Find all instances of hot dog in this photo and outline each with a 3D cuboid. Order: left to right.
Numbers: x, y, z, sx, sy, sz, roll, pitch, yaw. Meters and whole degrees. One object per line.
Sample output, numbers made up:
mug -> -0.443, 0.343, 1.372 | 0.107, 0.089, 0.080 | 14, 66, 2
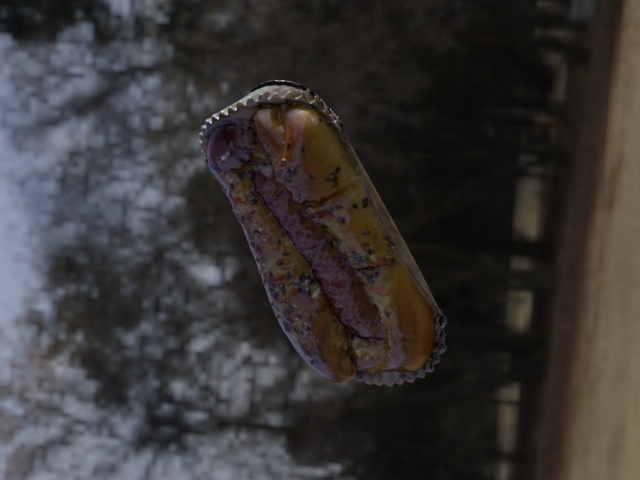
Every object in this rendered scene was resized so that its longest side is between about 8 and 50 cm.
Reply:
hot dog -> 0.000, 0.000, 1.028 | 0.059, 0.108, 0.191 | -46, -64, -44
